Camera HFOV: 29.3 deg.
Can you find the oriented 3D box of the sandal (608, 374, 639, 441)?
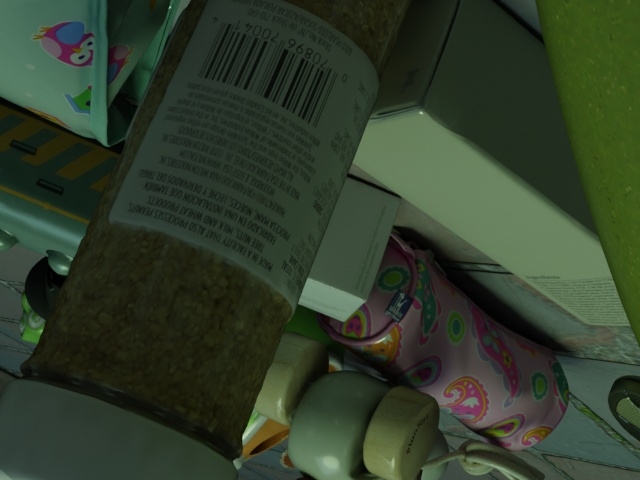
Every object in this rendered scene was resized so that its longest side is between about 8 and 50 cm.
[{"bbox_3d":[0.400,0.150,1.069,0.302,0.086,0.120,6,155,0],"label":"sandal"}]

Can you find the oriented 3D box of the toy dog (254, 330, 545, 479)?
[{"bbox_3d":[0.043,0.218,1.161,0.220,0.161,0.333,18,166,46],"label":"toy dog"}]

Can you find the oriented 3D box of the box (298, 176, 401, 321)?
[{"bbox_3d":[0.000,0.000,1.049,0.102,0.101,0.087,22,162,-4],"label":"box"}]

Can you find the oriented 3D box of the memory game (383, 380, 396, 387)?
[{"bbox_3d":[0.043,0.213,1.559,0.186,0.012,0.186,-12,-171,2],"label":"memory game"}]

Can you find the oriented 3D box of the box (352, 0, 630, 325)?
[{"bbox_3d":[0.136,-0.044,0.785,0.275,0.094,0.113,34,158,-31],"label":"box"}]

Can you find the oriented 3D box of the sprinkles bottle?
[{"bbox_3d":[-0.051,-0.022,0.637,0.121,0.355,0.121,19,161,7],"label":"sprinkles bottle"}]

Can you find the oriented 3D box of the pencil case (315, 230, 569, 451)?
[{"bbox_3d":[0.124,0.102,1.180,0.124,0.124,0.284,1,152,47],"label":"pencil case"}]

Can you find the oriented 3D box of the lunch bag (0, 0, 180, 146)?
[{"bbox_3d":[-0.190,-0.171,0.696,0.223,0.160,0.262,22,156,-2],"label":"lunch bag"}]

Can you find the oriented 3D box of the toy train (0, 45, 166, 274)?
[{"bbox_3d":[-0.214,-0.079,0.926,0.334,0.190,0.142,23,162,-2],"label":"toy train"}]

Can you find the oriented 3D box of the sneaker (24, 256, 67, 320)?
[{"bbox_3d":[-0.200,0.032,1.108,0.130,0.109,0.286,31,160,-37],"label":"sneaker"}]

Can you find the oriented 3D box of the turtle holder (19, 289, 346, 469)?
[{"bbox_3d":[-0.132,0.092,1.257,0.320,0.227,0.243,28,162,-18],"label":"turtle holder"}]

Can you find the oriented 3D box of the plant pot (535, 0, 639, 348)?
[{"bbox_3d":[0.205,-0.057,0.464,0.275,0.275,0.293,-2,135,51],"label":"plant pot"}]
